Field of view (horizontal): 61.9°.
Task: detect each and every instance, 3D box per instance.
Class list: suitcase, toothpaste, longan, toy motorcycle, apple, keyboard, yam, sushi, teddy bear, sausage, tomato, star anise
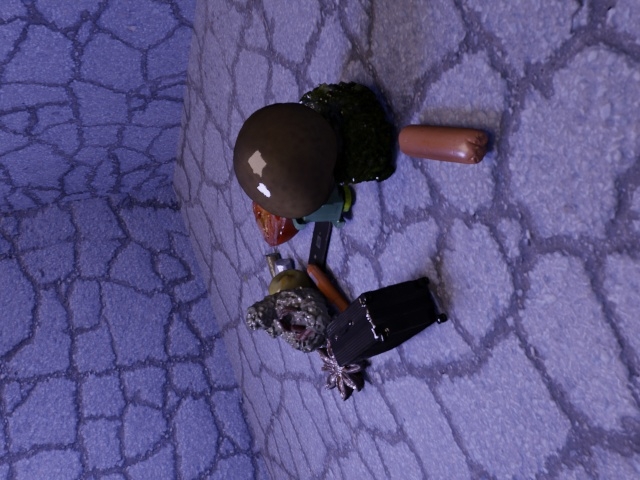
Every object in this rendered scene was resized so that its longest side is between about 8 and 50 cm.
[{"bbox_3d":[0.177,0.254,1.596,0.152,0.229,0.335,68,152,20],"label":"suitcase"},{"bbox_3d":[-0.146,0.261,2.444,0.125,0.079,0.372,32,136,52],"label":"toothpaste"},{"bbox_3d":[-0.092,-0.221,1.483,0.319,0.318,0.319,36,132,54],"label":"longan"},{"bbox_3d":[-0.029,-0.174,1.905,0.327,0.191,0.200,-110,24,-45],"label":"toy motorcycle"},{"bbox_3d":[-0.123,0.213,2.239,0.200,0.200,0.200,36,132,54],"label":"apple"},{"bbox_3d":[0.000,0.000,2.073,0.106,0.027,0.317,49,142,38],"label":"keyboard"},{"bbox_3d":[-0.210,0.123,2.502,0.069,0.069,0.147,-41,65,61],"label":"yam"},{"bbox_3d":[0.065,-0.332,1.628,0.352,0.178,0.294,35,132,54],"label":"sushi"},{"bbox_3d":[-0.069,0.346,2.104,0.225,0.357,0.368,-71,-32,-43],"label":"teddy bear"},{"bbox_3d":[0.044,0.204,2.016,0.348,0.053,0.053,50,143,36],"label":"sausage"},{"bbox_3d":[-0.155,-0.150,2.188,0.338,0.143,0.339,23,116,57],"label":"tomato"},{"bbox_3d":[0.294,-0.240,1.319,0.289,0.086,0.086,24,122,57],"label":"sausage"},{"bbox_3d":[0.088,0.470,2.012,0.236,0.108,0.223,17,115,45],"label":"star anise"}]
